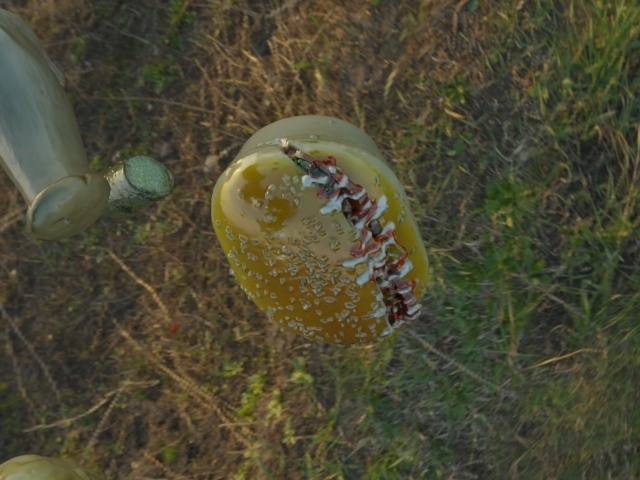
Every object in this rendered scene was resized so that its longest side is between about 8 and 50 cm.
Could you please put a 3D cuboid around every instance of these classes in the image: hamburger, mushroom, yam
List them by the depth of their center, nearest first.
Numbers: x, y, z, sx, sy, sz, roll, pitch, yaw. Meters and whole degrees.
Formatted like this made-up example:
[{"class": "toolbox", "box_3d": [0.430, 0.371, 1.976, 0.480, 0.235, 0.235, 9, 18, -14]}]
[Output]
[{"class": "mushroom", "box_3d": [-0.280, -0.118, 0.856, 0.108, 0.096, 0.247, -39, 74, 48]}, {"class": "hamburger", "box_3d": [0.000, 0.000, 1.030, 0.227, 0.295, 0.151, -12, 45, 17]}, {"class": "yam", "box_3d": [-0.246, -0.062, 1.123, 0.146, 0.069, 0.070, -19, 79, 44]}]

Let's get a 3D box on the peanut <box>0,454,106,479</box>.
[{"class": "peanut", "box_3d": [-0.252, 0.295, 0.841, 0.147, 0.147, 0.319, 40, 144, 18]}]
